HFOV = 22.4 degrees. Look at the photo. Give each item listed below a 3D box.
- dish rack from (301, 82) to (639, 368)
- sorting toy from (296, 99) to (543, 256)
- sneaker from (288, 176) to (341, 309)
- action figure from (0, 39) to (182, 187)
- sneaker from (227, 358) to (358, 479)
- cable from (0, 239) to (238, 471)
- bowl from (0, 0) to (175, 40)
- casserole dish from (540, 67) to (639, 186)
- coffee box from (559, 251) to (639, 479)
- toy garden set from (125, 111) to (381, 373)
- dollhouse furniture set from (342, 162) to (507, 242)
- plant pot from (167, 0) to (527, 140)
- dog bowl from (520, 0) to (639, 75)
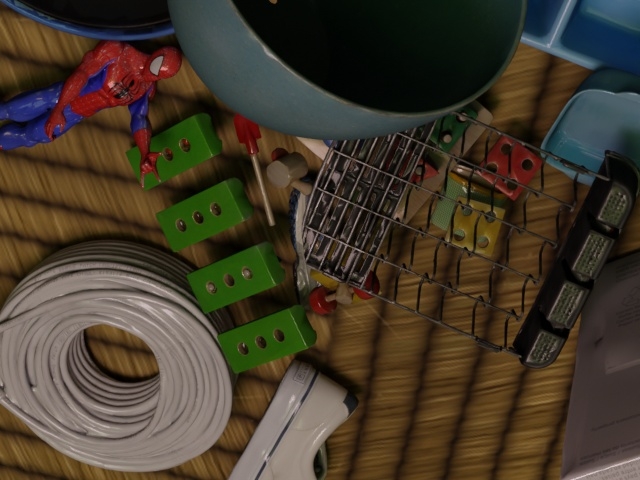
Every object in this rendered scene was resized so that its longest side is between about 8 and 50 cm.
[{"bbox_3d":[0.127,-0.017,1.424,0.271,0.074,0.208,23,107,-3],"label":"dish rack"},{"bbox_3d":[0.074,-0.098,1.468,0.274,0.046,0.132,40,94,-4],"label":"sorting toy"},{"bbox_3d":[0.000,0.000,1.584,0.058,0.052,0.135,-7,113,-6],"label":"sneaker"},{"bbox_3d":[-0.250,-0.099,1.530,0.280,0.139,0.091,-23,138,20],"label":"action figure"},{"bbox_3d":[-0.044,0.246,1.696,0.091,0.094,0.258,28,120,1],"label":"sneaker"},{"bbox_3d":[-0.210,0.123,1.670,0.257,0.089,0.257,-35,107,25],"label":"cable"},{"bbox_3d":[-0.189,-0.358,1.411,0.391,0.077,0.391,5,119,9],"label":"bowl"},{"bbox_3d":[0.264,-0.099,1.431,0.114,0.037,0.188,20,158,0],"label":"casserole dish"},{"bbox_3d":[0.439,0.189,1.419,0.337,0.338,0.334,-20,113,22],"label":"coffee box"},{"bbox_3d":[-0.056,-0.014,1.540,0.203,0.049,0.244,-23,95,42],"label":"toy garden set"},{"bbox_3d":[0.099,-0.041,1.529,0.151,0.058,0.076,19,121,2],"label":"dollhouse furniture set"},{"bbox_3d":[-0.008,-0.197,1.299,0.290,0.290,0.195,41,146,-11],"label":"plant pot"},{"bbox_3d":[0.223,-0.232,1.390,0.297,0.074,0.166,22,121,1],"label":"dog bowl"}]
